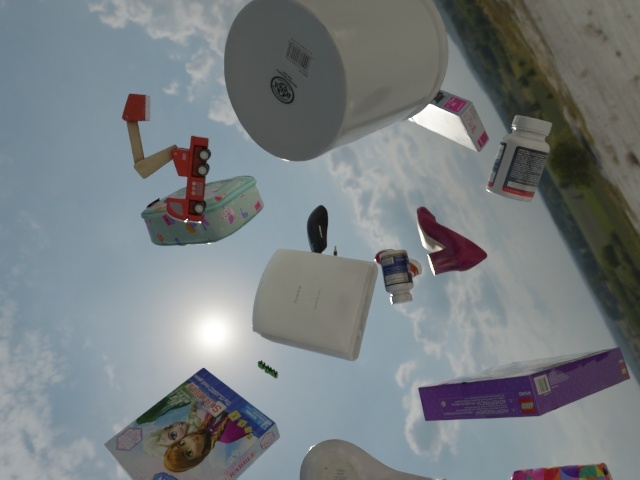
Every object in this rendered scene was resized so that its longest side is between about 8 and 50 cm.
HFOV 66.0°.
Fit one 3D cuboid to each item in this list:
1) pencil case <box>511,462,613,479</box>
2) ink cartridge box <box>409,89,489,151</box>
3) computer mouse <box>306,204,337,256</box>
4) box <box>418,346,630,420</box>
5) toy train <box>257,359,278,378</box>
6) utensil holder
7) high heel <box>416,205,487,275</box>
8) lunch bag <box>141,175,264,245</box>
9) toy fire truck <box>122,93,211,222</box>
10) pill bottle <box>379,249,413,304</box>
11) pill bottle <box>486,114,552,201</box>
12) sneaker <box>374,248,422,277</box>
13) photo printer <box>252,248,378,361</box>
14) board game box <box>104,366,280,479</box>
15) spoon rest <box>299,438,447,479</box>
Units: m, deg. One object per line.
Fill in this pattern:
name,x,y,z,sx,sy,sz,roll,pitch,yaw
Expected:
pencil case,0.595,0.603,1.202,0.104,0.236,0.104,35,-136,-41
ink cartridge box,0.347,-0.389,1.481,0.311,0.065,0.186,37,179,41
computer mouse,0.000,0.000,1.810,0.060,0.184,0.262,1,-85,-30
box,0.332,0.231,0.796,0.293,0.201,0.057,0,-108,-38
toy train,-0.146,0.359,1.367,0.017,0.083,0.023,-27,-55,-37
utensil holder,0.038,-0.364,1.038,0.385,0.328,0.327,-35,-83,-43
high heel,0.291,-0.016,1.131,0.244,0.117,0.082,-91,-17,-59
lunch bag,-0.297,-0.081,1.245,0.224,0.279,0.107,-49,-51,-50
toy fire truck,-0.246,-0.128,0.789,0.047,0.135,0.192,-128,45,-74
pill bottle,0.180,0.086,1.148,0.067,0.067,0.120,13,-115,-59
pill bottle,0.458,-0.187,1.125,0.108,0.108,0.180,-26,-48,-65
sneaker,0.269,0.102,1.908,0.128,0.221,0.087,-26,-64,-35
photo printer,-0.026,0.154,1.278,0.107,0.308,0.256,46,-124,-61
board game box,-0.325,0.508,1.249,0.318,0.319,0.066,-36,-49,-34
spoon rest,0.097,0.467,0.949,0.084,0.276,0.137,91,-173,-72
